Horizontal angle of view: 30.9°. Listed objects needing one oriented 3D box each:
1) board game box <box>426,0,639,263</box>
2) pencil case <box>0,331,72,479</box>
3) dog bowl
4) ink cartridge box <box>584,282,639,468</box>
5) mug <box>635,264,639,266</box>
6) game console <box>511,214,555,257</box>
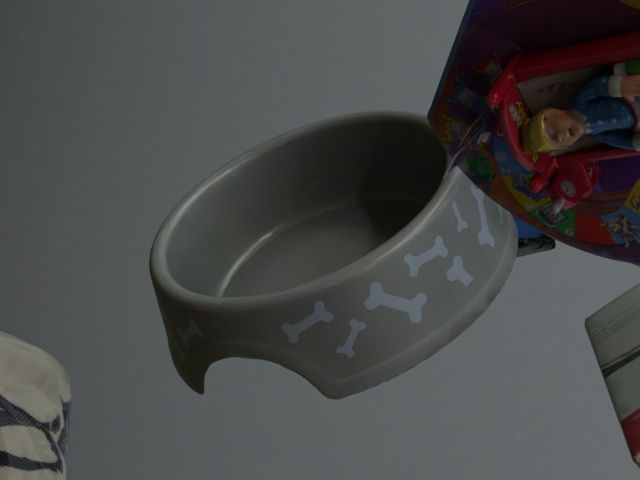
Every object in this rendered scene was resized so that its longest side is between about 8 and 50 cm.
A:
[{"bbox_3d":[0.104,-0.043,0.421,0.033,0.133,0.168,-53,168,-36],"label":"board game box"},{"bbox_3d":[-0.206,0.242,0.575,0.160,0.184,0.410,-34,-124,46],"label":"pencil case"},{"bbox_3d":[0.000,0.000,1.070,0.102,0.349,0.349,65,-4,-30],"label":"dog bowl"},{"bbox_3d":[0.321,0.148,0.988,0.092,0.158,0.218,-38,-161,16],"label":"ink cartridge box"},{"bbox_3d":[0.379,-0.063,1.264,0.169,0.113,0.150,-34,-103,47],"label":"mug"},{"bbox_3d":[0.197,-0.013,1.297,0.122,0.107,0.071,-16,-102,37],"label":"game console"}]
